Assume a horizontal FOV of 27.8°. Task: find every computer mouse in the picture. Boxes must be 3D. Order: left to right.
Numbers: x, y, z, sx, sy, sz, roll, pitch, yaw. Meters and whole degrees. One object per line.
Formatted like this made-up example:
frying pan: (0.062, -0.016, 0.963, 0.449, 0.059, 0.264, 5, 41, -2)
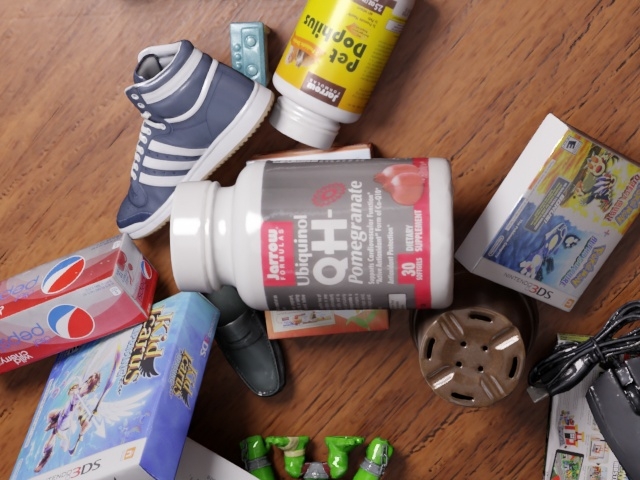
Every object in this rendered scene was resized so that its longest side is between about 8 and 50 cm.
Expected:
computer mouse: (0.395, 0.228, 1.584, 0.188, 0.072, 0.272, -34, 96, 12)

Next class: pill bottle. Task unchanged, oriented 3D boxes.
pill bottle: (-0.006, -0.006, 1.498, 0.318, 0.176, 0.176, -1, 102, 4)
pill bottle: (0.019, -0.222, 1.548, 0.117, 0.117, 0.215, 26, 104, 1)

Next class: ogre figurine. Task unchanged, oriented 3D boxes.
ogre figurine: (-0.005, 0.314, 1.687, 0.197, 0.097, 0.118, 0, 85, -8)

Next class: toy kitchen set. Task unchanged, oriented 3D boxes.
toy kitchen set: (-0.170, -0.263, 1.561, 0.207, 0.122, 0.166, 0, 102, 8)

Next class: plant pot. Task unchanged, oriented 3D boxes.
plant pot: (0.186, 0.118, 1.578, 0.167, 0.165, 0.167, 1, 102, 6)

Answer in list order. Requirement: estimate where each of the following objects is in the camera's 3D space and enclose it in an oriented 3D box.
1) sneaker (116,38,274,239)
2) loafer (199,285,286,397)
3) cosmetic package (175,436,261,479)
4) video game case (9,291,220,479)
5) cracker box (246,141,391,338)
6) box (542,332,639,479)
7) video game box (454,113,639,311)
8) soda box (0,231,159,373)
sneaker: (-0.199, -0.127, 1.567, 0.153, 0.099, 0.282, 35, 123, -22)
loafer: (-0.113, 0.106, 1.657, 0.076, 0.078, 0.223, -24, 98, 12)
cosmetic package: (-0.171, 0.370, 1.639, 0.224, 0.138, 0.225, 30, 148, 0)
video game case: (-0.254, 0.207, 1.569, 0.244, 0.269, 0.061, -23, 126, 31)
cracker box: (0.000, 0.000, 1.626, 0.155, 0.067, 0.232, -5, 102, 7)
box: (0.348, 0.226, 1.646, 0.114, 0.036, 0.207, 5, 103, 6)
video game box: (0.285, -0.027, 1.543, 0.187, 0.048, 0.205, 20, 109, -39)
soda box: (-0.340, 0.086, 1.646, 0.263, 0.092, 0.083, -20, 125, 21)
